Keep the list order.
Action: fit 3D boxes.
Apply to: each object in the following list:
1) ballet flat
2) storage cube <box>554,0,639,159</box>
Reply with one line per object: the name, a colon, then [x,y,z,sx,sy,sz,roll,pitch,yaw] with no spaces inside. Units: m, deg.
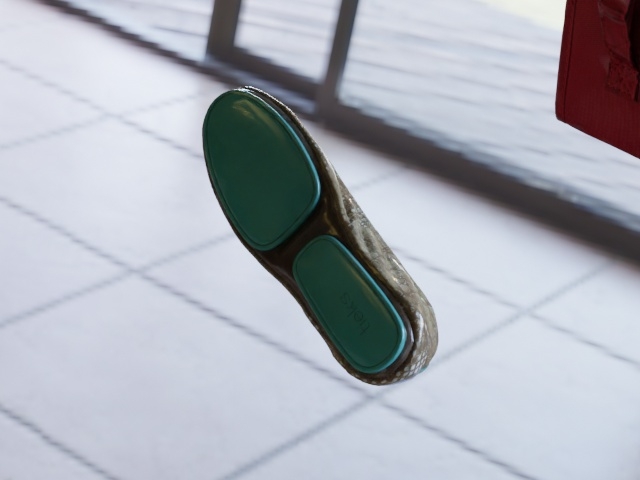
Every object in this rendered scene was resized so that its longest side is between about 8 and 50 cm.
ballet flat: [0.000,0.000,0.958,0.206,0.073,0.067,60,19,23]
storage cube: [0.247,-0.133,0.781,0.193,0.183,0.215,30,49,32]
